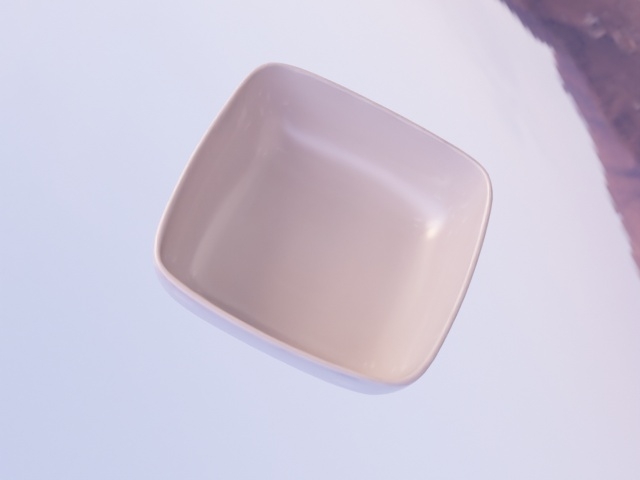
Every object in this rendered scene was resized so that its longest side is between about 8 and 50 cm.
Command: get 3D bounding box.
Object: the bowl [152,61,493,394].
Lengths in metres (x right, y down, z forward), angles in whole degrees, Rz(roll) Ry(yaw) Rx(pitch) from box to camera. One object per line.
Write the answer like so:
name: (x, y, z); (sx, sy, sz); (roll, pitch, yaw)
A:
bowl: (0.000, 0.000, 0.559); (0.142, 0.053, 0.142); (27, -122, -1)
